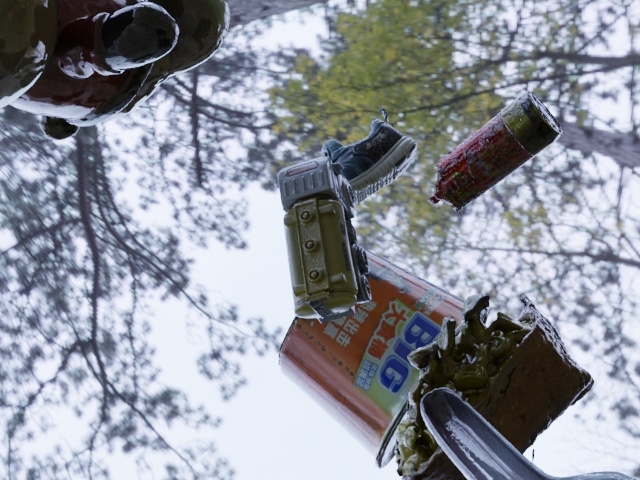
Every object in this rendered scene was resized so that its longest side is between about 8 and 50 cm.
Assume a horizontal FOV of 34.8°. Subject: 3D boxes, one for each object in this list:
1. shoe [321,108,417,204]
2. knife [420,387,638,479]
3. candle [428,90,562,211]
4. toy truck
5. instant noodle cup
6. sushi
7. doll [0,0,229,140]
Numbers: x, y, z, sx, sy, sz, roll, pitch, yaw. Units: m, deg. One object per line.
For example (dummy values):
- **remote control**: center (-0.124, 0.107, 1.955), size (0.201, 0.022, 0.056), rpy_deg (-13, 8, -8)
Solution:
- **shoe**: center (0.029, -0.075, 1.047), size (0.143, 0.064, 0.071), rpy_deg (-35, -105, -3)
- **knife**: center (0.128, 0.177, 0.777), size (0.123, 0.278, 0.053), rpy_deg (-24, -79, -8)
- **candle**: center (0.144, -0.072, 0.887), size (0.130, 0.052, 0.052), rpy_deg (-38, -63, 25)
- **toy truck**: center (0.000, 0.000, 0.715), size (0.052, 0.123, 0.063), rpy_deg (-16, -31, 12)
- **instant noodle cup**: center (0.085, 0.160, 1.517), size (0.214, 0.296, 0.296), rpy_deg (34, -96, 16)
- **sushi**: center (0.180, 0.163, 1.123), size (0.296, 0.167, 0.179), rpy_deg (-38, -96, -20)
- **doll**: center (-0.228, -0.161, 0.718), size (0.330, 0.235, 0.174), rpy_deg (2, -55, -55)
